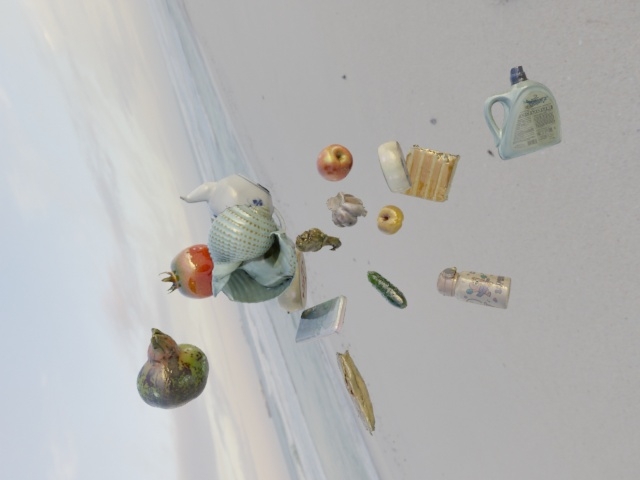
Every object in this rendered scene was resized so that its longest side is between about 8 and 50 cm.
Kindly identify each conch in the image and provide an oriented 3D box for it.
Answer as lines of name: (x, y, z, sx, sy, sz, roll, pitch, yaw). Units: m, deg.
conch: (-0.218, 0.037, 1.361, 0.319, 0.303, 0.215, -54, 13, 34)

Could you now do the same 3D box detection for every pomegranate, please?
pomegranate: (-0.495, 0.126, 1.665, 0.221, 0.257, 0.220, 29, 127, 47)
pomegranate: (-0.501, 0.414, 1.396, 0.204, 0.222, 0.276, -28, 105, 35)

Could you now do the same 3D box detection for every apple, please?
apple: (0.059, -0.334, 1.858, 0.139, 0.164, 0.163, -41, 66, 61)

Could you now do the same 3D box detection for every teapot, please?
teapot: (-0.320, -0.101, 1.632, 0.424, 0.279, 0.252, 31, 179, -24)

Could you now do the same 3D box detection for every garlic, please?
garlic: (0.118, -0.107, 1.651, 0.194, 0.131, 0.127, 17, -138, -53)

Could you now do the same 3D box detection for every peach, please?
peach: (0.402, -0.119, 2.456, 0.179, 0.103, 0.179, -20, 63, 46)

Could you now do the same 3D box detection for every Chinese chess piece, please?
Chinese chess piece: (0.172, -0.170, 0.989, 0.122, 0.051, 0.121, -18, -90, -73)
Chinese chess piece: (-0.119, 0.168, 1.797, 0.273, 0.102, 0.272, -2, -90, -86)

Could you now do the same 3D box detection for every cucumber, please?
cucumber: (0.246, 0.182, 1.621, 0.227, 0.069, 0.069, 43, 150, 41)

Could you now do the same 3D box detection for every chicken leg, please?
chicken leg: (0.000, 0.000, 1.753, 0.088, 0.228, 0.103, 49, 131, 49)

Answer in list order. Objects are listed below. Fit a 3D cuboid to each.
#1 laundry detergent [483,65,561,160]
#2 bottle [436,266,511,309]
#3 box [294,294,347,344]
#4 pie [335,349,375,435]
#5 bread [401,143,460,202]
laundry detergent: (0.656, -0.424, 1.403, 0.105, 0.215, 0.280, -45, -64, -72)
bottle: (0.461, 0.138, 1.294, 0.210, 0.097, 0.109, 9, 129, 26)
box: (-0.002, 0.296, 1.569, 0.285, 0.044, 0.142, -32, 37, 50)
pie: (0.124, 0.505, 1.426, 0.128, 0.069, 0.282, 78, 172, -66)
bread: (0.526, -0.325, 2.062, 0.111, 0.240, 0.245, -21, -55, -62)
